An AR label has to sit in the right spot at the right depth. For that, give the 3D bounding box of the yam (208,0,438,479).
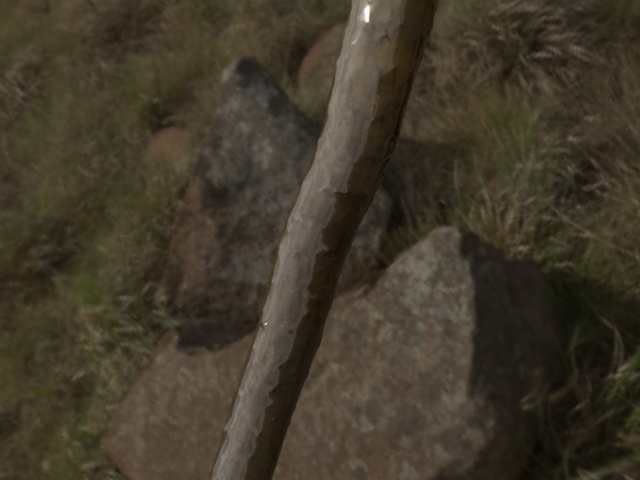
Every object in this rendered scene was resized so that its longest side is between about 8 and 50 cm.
[{"bbox_3d":[0.000,0.000,0.510,0.045,0.045,0.327,24,106,23],"label":"yam"}]
